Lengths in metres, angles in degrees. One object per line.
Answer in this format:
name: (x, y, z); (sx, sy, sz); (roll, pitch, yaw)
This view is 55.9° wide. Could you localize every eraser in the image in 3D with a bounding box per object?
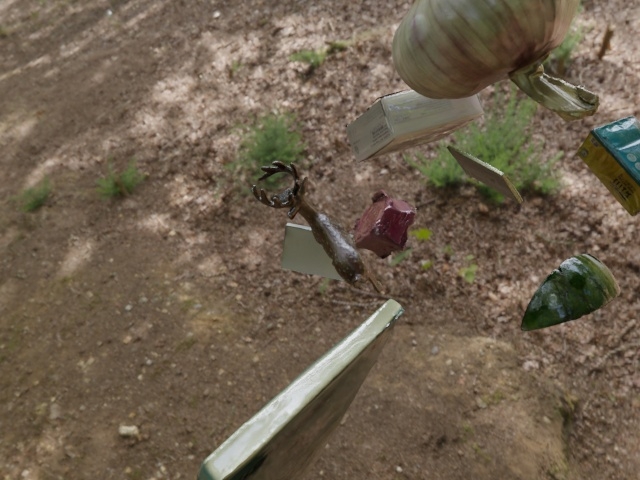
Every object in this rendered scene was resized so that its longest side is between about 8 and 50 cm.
eraser: (-0.009, 0.026, 1.312); (0.150, 0.104, 0.023); (11, 18, 8)

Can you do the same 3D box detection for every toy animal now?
toy animal: (0.013, -0.015, 1.042); (0.087, 0.260, 0.243); (-47, 63, -2)

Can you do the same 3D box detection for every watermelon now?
watermelon: (0.352, 0.060, 0.838); (0.181, 0.075, 0.092); (-19, -6, -31)

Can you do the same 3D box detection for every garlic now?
garlic: (0.228, -0.236, 0.710); (0.245, 0.253, 0.245); (-43, -4, -4)

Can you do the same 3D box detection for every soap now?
soap: (0.182, -0.042, 1.709); (0.182, 0.112, 0.289); (-61, 8, 13)

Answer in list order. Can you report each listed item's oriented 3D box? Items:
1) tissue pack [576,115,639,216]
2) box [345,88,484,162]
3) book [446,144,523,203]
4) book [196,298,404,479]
tissue pack: (0.591, -0.141, 1.146); (0.120, 0.082, 0.169); (-20, 64, -22)
box: (0.211, -0.278, 1.396); (0.251, 0.106, 0.203); (-19, -2, -22)
book: (0.383, -0.157, 1.410); (0.014, 0.127, 0.181); (-50, 44, 1)
book: (-0.051, 0.242, 0.638); (0.031, 0.379, 0.264); (38, 45, 18)
